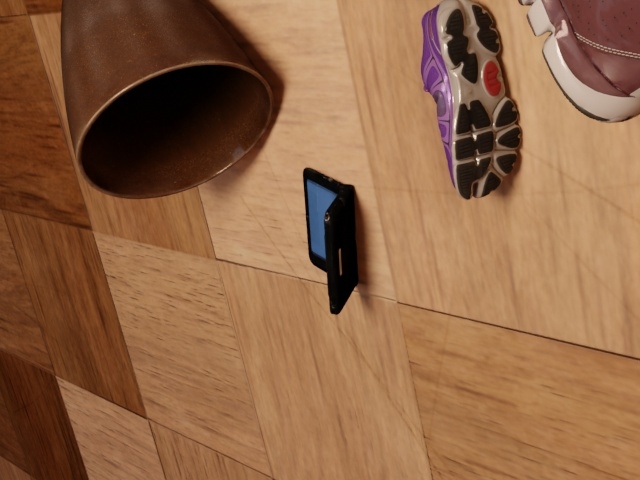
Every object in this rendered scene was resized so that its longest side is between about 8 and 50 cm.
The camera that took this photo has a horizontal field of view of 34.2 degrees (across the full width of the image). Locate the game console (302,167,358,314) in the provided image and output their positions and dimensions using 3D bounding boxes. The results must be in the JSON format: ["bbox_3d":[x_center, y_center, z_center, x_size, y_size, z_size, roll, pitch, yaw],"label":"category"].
[{"bbox_3d":[0.000,0.000,1.101,0.071,0.107,0.122,6,120,19],"label":"game console"}]

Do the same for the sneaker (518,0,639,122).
[{"bbox_3d":[0.191,-0.233,0.702,0.162,0.106,0.281,-32,91,45],"label":"sneaker"}]

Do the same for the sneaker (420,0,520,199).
[{"bbox_3d":[0.122,-0.120,0.889,0.071,0.068,0.170,-165,65,-65],"label":"sneaker"}]

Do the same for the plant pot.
[{"bbox_3d":[-0.194,-0.201,1.128,0.230,0.215,0.215,63,147,25],"label":"plant pot"}]
